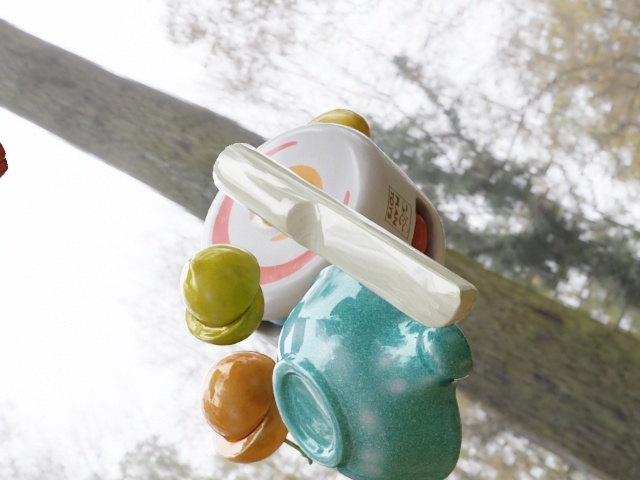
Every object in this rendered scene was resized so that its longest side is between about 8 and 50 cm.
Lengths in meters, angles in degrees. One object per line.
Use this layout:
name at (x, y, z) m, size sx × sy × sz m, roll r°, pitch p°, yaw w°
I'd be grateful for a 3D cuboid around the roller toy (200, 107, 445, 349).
roller toy at (0.000, 0.000, 1.160) m, size 0.209 × 0.191 × 0.146 m, roll -46°, pitch -47°, yaw 2°

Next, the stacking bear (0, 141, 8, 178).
stacking bear at (-0.379, -0.006, 0.889) m, size 0.175 × 0.164 × 0.289 m, roll 52°, pitch -127°, yaw -25°

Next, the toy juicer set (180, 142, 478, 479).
toy juicer set at (0.005, 0.053, 0.756) m, size 0.089 × 0.209 × 0.329 m, roll -25°, pitch -32°, yaw -28°
